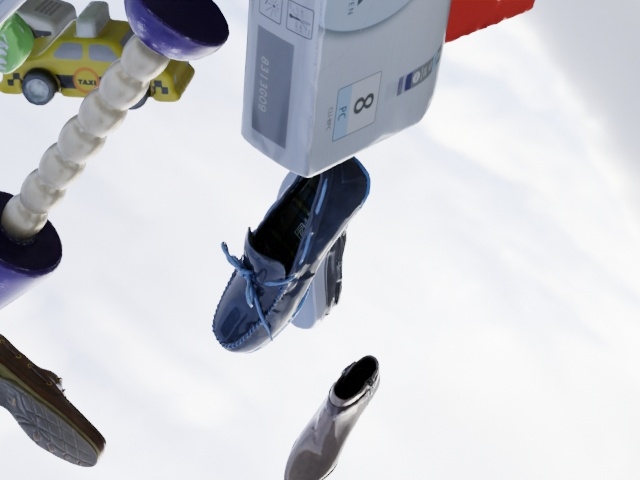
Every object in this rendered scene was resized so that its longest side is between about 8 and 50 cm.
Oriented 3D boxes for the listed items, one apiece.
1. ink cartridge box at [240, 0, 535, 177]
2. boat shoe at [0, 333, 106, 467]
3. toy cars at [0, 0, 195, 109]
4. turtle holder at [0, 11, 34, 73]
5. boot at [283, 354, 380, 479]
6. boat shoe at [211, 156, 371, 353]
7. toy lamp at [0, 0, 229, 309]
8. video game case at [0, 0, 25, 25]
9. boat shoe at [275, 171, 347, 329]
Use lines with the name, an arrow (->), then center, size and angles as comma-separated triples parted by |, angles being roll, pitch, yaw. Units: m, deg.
ink cartridge box -> 0.106, -0.256, 1.152 | 0.385, 0.308, 0.091 | -27, -132, -36
boat shoe -> -0.280, 0.155, 1.399 | 0.178, 0.064, 0.060 | 37, -135, 6
toy cars -> -0.293, -0.224, 1.465 | 0.176, 0.087, 0.394 | -21, -147, -37
turtle holder -> -0.347, -0.270, 1.199 | 0.227, 0.243, 0.320 | 23, -171, -39
boot -> 0.010, 0.148, 1.162 | 0.042, 0.087, 0.118 | 30, -123, 9
boat shoe -> -0.053, 0.007, 1.486 | 0.109, 0.258, 0.089 | 39, -161, 31
toy lamp -> -0.164, -0.053, 0.907 | 0.080, 0.274, 0.080 | 29, -148, -20
video game case -> -0.085, -0.222, 0.711 | 0.036, 0.300, 0.329 | 43, -147, -19
boat shoe -> 0.000, 0.000, 1.660 | 0.080, 0.228, 0.076 | 23, -142, 34
